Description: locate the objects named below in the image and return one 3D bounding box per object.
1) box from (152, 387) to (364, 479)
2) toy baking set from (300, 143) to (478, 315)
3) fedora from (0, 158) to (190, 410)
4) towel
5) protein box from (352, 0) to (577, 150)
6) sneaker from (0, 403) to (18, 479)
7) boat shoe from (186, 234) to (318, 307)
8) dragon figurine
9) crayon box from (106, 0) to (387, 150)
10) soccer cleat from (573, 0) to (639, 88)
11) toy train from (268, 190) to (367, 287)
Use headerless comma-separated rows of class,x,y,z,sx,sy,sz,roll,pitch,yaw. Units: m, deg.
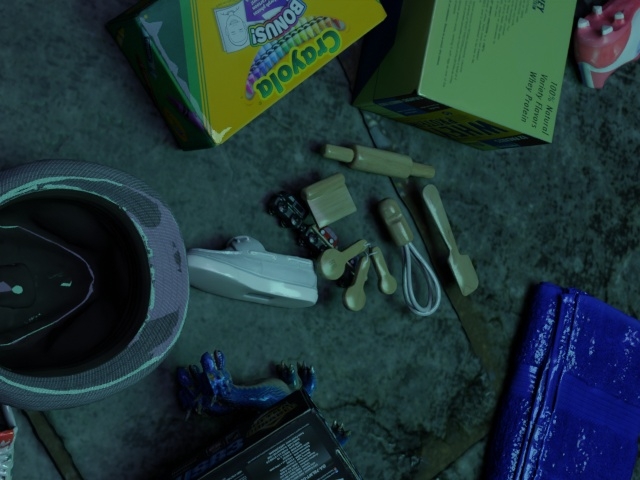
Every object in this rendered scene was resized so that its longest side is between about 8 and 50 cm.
box,-0.063,0.354,1.689,0.295,0.073,0.293,-33,110,-2
toy baking set,0.079,-0.011,1.862,0.256,0.030,0.196,4,82,-36
fedora,-0.280,0.044,1.582,0.275,0.124,0.243,-15,97,-34
towel,0.328,0.229,2.003,0.228,0.076,0.308,24,77,-30
protein box,0.171,-0.230,1.870,0.201,0.136,0.199,16,80,-31
sneaker,-0.331,0.210,1.578,0.057,0.075,0.161,-5,92,-33
boat shoe,-0.079,0.028,1.753,0.184,0.066,0.063,13,69,-30
dragon figurine,-0.050,0.229,1.754,0.144,0.085,0.289,-34,107,-28
crayon box,-0.077,-0.241,1.743,0.278,0.081,0.165,-40,110,-27
soccer cleat,0.414,-0.290,2.073,0.248,0.083,0.095,-38,139,-32
toy train,0.000,0.000,1.824,0.158,0.027,0.036,46,56,-24
